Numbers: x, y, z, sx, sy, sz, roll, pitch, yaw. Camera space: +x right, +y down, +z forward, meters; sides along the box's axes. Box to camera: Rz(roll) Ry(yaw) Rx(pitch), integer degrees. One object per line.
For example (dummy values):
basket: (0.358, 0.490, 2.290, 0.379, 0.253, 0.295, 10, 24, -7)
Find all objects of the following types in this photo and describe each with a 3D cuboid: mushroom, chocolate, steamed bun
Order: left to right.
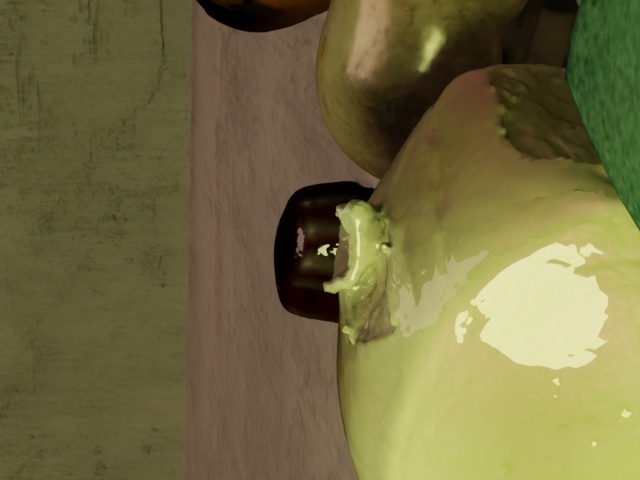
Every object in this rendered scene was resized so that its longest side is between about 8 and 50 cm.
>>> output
chocolate: (0.000, 0.000, 1.127, 0.148, 0.080, 0.125, 107, 159, -62)
mushroom: (0.067, -0.106, 0.668, 0.166, 0.127, 0.166, 19, -90, -89)
steamed bun: (0.072, 0.047, 0.561, 0.170, 0.153, 0.238, -103, 19, -52)

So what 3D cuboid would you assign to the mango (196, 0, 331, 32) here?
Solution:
mango: (-0.025, -0.269, 1.043, 0.287, 0.153, 0.201, -151, 58, -78)

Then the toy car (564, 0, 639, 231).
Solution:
toy car: (0.134, -0.060, 0.374, 0.320, 0.097, 0.141, -102, 16, -45)
